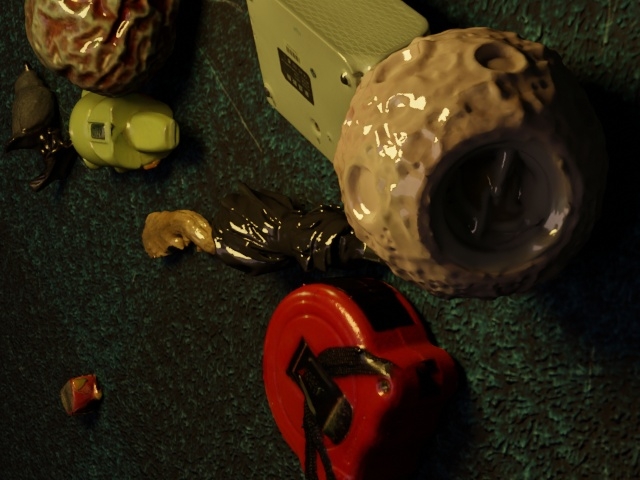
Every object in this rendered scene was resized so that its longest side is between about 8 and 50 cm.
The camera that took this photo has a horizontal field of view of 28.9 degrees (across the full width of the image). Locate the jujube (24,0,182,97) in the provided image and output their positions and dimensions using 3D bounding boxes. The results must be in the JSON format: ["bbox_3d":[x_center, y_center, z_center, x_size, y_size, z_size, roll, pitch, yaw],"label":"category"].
[{"bbox_3d":[-0.287,-0.360,1.694,0.226,0.226,0.316,32,111,45],"label":"jujube"}]

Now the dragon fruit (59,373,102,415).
[{"bbox_3d":[-0.400,0.262,2.083,0.083,0.056,0.060,-42,61,52],"label":"dragon fruit"}]

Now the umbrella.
[{"bbox_3d":[0.000,0.000,1.498,0.340,0.118,0.118,10,104,41],"label":"umbrella"}]

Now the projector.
[{"bbox_3d":[0.019,-0.190,1.359,0.250,0.108,0.198,45,158,37],"label":"projector"}]

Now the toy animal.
[{"bbox_3d":[-0.490,-0.196,2.066,0.210,0.117,0.121,60,144,23],"label":"toy animal"}]

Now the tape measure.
[{"bbox_3d":[0.032,0.172,1.463,0.260,0.114,0.253,49,131,35],"label":"tape measure"}]

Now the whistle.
[{"bbox_3d":[-0.282,-0.162,1.811,0.288,0.106,0.131,10,103,52],"label":"whistle"}]

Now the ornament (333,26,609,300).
[{"bbox_3d":[0.138,-0.075,1.171,0.225,0.260,0.259,-110,27,-65],"label":"ornament"}]

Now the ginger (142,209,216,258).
[{"bbox_3d":[-0.206,-0.010,1.788,0.173,0.051,0.069,-3,98,54],"label":"ginger"}]
